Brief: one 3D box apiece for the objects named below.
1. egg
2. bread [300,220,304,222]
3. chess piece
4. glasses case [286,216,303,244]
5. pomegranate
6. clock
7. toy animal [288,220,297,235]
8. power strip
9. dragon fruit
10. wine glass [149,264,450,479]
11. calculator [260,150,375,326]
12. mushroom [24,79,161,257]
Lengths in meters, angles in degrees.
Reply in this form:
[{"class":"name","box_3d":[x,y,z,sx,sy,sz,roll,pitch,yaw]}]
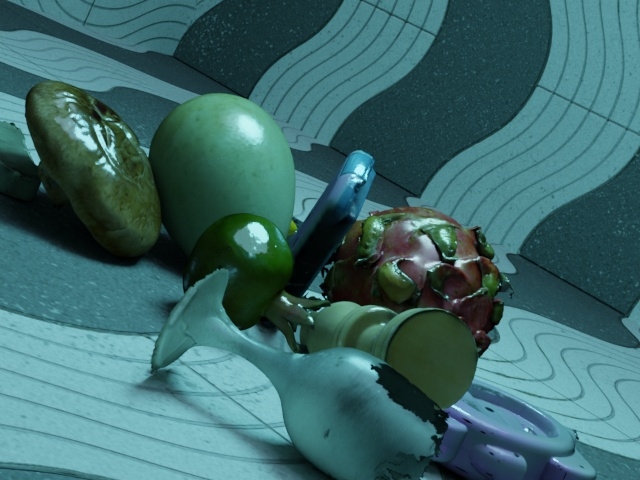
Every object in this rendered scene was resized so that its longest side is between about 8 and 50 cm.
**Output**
[{"class":"egg","box_3d":[-0.142,-0.075,1.818,0.218,0.295,0.218,-12,-13,-3]},{"class":"bread","box_3d":[0.000,0.000,2.405,0.090,0.035,0.094,17,13,-43]},{"class":"chess piece","box_3d":[0.061,0.129,1.526,0.117,0.117,0.397,23,-6,-17]},{"class":"glasses case","box_3d":[-0.159,-0.046,2.129,0.323,0.074,0.131,24,11,-12]},{"class":"pomegranate","box_3d":[-0.082,0.058,1.581,0.191,0.152,0.131,33,33,5]},{"class":"clock","box_3d":[0.206,0.244,1.543,0.248,0.090,0.227,21,11,-19]},{"class":"toy animal","box_3d":[-0.140,-0.087,1.997,0.156,0.156,0.230,11,56,-56]},{"class":"power strip","box_3d":[-0.470,-0.125,1.817,0.080,0.048,0.286,19,13,-30]},{"class":"dragon fruit","box_3d":[0.129,0.081,1.764,0.269,0.250,0.291,20,25,-12]},{"class":"wine glass","box_3d":[-0.019,0.156,1.291,0.321,0.143,0.143,30,10,10]},{"class":"calculator","box_3d":[-0.008,-0.001,1.705,0.051,0.293,0.173,31,32,-6]},{"class":"mushroom","box_3d":[-0.318,-0.101,1.705,0.278,0.146,0.278,60,2,-3]}]
